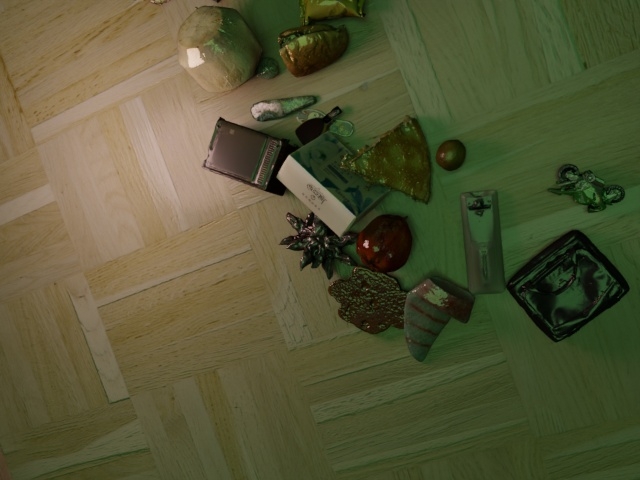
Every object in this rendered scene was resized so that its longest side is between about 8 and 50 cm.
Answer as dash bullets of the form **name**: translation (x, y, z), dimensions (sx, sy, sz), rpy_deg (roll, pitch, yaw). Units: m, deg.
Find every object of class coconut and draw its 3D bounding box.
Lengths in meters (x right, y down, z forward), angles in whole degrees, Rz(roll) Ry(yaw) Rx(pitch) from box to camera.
- **coconut**: translation (-0.306, -0.589, 1.819), dimensions (0.245, 0.247, 0.244), rpy_deg (-10, 65, 22)

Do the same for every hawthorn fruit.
- **hawthorn fruit**: translation (0.195, 0.010, 1.789), dimensions (0.174, 0.173, 0.178), rpy_deg (-2, 65, 16)

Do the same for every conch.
- **conch**: translation (-0.177, -0.556, 1.875), dimensions (0.086, 0.057, 0.076), rpy_deg (-3, 82, 15)

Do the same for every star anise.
- **star anise**: translation (-0.001, 0.005, 1.860), dimensions (0.283, 0.129, 0.212), rpy_deg (40, 93, -2)

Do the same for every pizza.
- **pizza**: translation (0.193, -0.243, 1.747), dimensions (0.288, 0.075, 0.279), rpy_deg (-2, 88, -14)

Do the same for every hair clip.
- **hair clip**: translation (-0.124, -0.431, 1.882), dimensions (0.229, 0.036, 0.065), rpy_deg (-9, 100, 16)

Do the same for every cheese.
- **cheese**: translation (-0.002, -0.367, 1.847), dimensions (0.163, 0.036, 0.086), rpy_deg (-38, 69, 14)

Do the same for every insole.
- **insole**: translation (0.013, -0.375, 1.867), dimensions (0.197, 0.004, 0.065), rpy_deg (21, 101, 13)

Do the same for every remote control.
- **remote control**: translation (0.487, 0.008, 1.752), dimensions (0.110, 0.055, 0.312), rpy_deg (-5, 95, 16)

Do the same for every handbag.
- **handbag**: translation (0.713, 0.134, 1.692), dimensions (0.275, 0.088, 0.244), rpy_deg (-42, 81, 17)

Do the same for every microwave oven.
- **microwave oven**: translation (-0.215, -0.262, 1.853), dimensions (0.248, 0.188, 0.177), rpy_deg (21, 96, 16)

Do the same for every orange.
- **orange**: translation (0.389, -0.256, 1.736), dimensions (0.085, 0.085, 0.095), rpy_deg (34, 106, 9)

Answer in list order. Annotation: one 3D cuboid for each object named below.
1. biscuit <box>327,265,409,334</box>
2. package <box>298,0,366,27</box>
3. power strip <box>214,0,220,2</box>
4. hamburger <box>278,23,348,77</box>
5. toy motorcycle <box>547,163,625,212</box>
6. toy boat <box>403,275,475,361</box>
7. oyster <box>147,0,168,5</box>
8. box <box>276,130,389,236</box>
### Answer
- **biscuit**: translation (0.164, 0.193, 1.868), dimensions (0.291, 0.041, 0.208), rpy_deg (19, 104, 10)
- **package**: translation (0.032, -0.743, 1.777), dimensions (0.227, 0.090, 0.168), rpy_deg (-3, 92, 13)
- **power strip**: translation (-0.385, -0.845, 1.891), dimensions (0.268, 0.034, 0.092), rpy_deg (30, 72, 11)
- **hamburger**: translation (-0.016, -0.587, 1.783), dimensions (0.208, 0.155, 0.135), rpy_deg (-9, 98, 9)
- **toy motorcycle**: translation (0.757, -0.141, 1.658), dimensions (0.190, 0.074, 0.106), rpy_deg (28, 111, 11)
- **toy boat**: translation (0.335, 0.254, 1.808), dimensions (0.206, 0.096, 0.282), rpy_deg (22, 117, -6)
- **oyster**: translation (-0.529, -0.837, 1.943), dimensions (0.166, 0.053, 0.108), rpy_deg (-29, 98, 10)
- **box**: translation (0.040, -0.174, 1.768), dimensions (0.274, 0.203, 0.116), rpy_deg (44, 137, 8)
